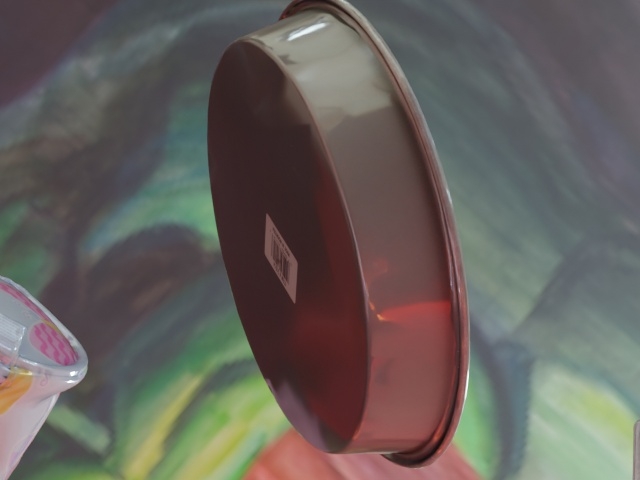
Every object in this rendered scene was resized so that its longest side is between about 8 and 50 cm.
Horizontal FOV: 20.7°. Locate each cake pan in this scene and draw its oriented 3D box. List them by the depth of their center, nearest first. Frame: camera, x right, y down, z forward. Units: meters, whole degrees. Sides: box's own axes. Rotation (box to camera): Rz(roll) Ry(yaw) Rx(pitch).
[{"bbox_3d":[0.000,0.000,1.046,0.054,0.293,0.293,-14,164,-19],"label":"cake pan"}]

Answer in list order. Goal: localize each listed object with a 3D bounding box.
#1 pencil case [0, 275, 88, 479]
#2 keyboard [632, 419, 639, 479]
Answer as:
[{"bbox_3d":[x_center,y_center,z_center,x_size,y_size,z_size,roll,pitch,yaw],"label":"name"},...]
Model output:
[{"bbox_3d":[-0.233,0.135,0.892,0.273,0.113,0.124,-55,178,8],"label":"pencil case"},{"bbox_3d":[0.282,0.117,0.856,0.014,0.256,0.072,73,21,-45],"label":"keyboard"}]
